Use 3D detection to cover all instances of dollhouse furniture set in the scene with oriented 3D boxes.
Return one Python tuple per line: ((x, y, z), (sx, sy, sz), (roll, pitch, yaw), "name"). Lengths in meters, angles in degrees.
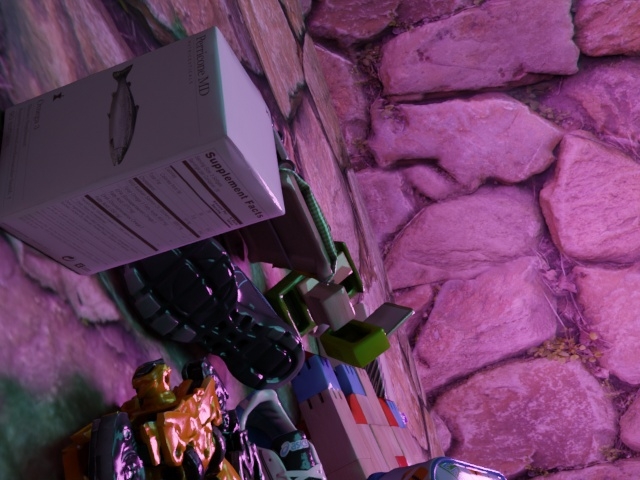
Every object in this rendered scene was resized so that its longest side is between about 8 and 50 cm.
((0.000, 0.000, 0.824), (0.198, 0.151, 0.301), (8, -51, 52), "dollhouse furniture set")

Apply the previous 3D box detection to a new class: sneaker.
((-0.025, 0.241, 0.554), (0.237, 0.085, 0.086), (46, -53, 42), "sneaker")
((-0.120, 0.061, 0.605), (0.106, 0.101, 0.267), (42, -10, 50), "sneaker")

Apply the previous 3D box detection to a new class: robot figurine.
((-0.097, 0.231, 0.422), (0.211, 0.085, 0.290), (-13, 87, -79), "robot figurine")

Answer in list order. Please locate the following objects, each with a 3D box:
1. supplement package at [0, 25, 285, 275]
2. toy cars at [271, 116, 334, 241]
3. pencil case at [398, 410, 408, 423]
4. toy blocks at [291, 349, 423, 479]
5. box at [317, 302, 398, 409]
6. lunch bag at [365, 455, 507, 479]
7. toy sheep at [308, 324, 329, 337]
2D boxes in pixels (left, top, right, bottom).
((-0.131, -0.060, 0.438), (0.105, 0.180, 0.105), (55, 21, -57), "supplement package")
((-0.050, -0.058, 1.064), (0.393, 0.087, 0.176), (62, 3, -28), "toy cars")
((0.128, 0.390, 1.232), (0.206, 0.088, 0.086), (40, 33, -68), "pencil case")
((0.053, 0.305, 0.859), (0.381, 0.191, 0.260), (37, 24, -59), "toy blocks")
((0.073, 0.266, 1.097), (0.094, 0.113, 0.274), (43, 30, -65), "box")
((0.153, 0.374, 0.561), (0.243, 0.115, 0.303), (35, 36, -45), "lunch bag")
((0.000, 0.125, 1.029), (0.132, 0.091, 0.091), (-48, 121, -59), "toy sheep")
